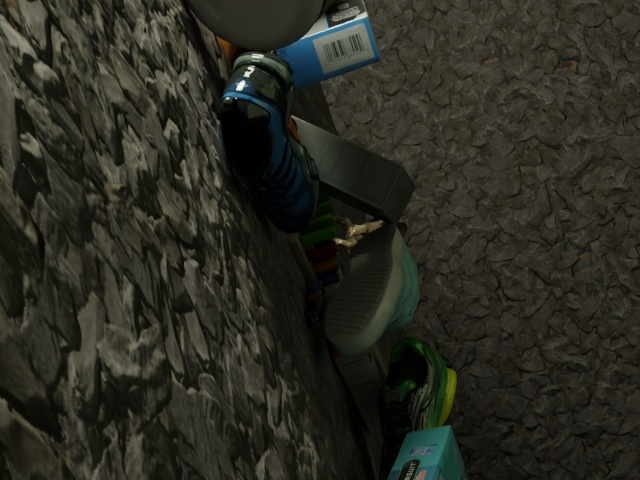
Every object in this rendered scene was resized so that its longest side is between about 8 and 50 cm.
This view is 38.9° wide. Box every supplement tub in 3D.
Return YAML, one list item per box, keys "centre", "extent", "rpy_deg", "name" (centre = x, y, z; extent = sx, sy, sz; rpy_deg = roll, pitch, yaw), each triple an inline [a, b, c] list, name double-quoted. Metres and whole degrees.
- centre: [-0.049, -0.448, 1.353]
  extent: [0.316, 0.228, 0.228]
  rpy_deg: [-57, 135, -44]
  name: "supplement tub"

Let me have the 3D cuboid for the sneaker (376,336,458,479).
- centre: [0.141, 0.326, 1.553]
  extent: [0.146, 0.134, 0.343]
  rpy_deg: [44, 43, -40]
  name: "sneaker"

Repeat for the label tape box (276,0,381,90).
- centre: [-0.013, -0.465, 2.028]
  extent: [0.348, 0.249, 0.115]
  rpy_deg: [-97, 167, -58]
  name: "label tape box"

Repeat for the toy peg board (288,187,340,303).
- centre: [0.000, 0.000, 1.618]
  extent: [0.161, 0.079, 0.161]
  rpy_deg: [-100, 169, -50]
  name: "toy peg board"

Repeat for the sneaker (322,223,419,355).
- centre: [0.115, 0.107, 1.560]
  extent: [0.150, 0.135, 0.366]
  rpy_deg: [55, 29, -16]
  name: "sneaker"

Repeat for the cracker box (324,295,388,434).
- centre: [0.077, 0.226, 1.675]
  extent: [0.156, 0.067, 0.232]
  rpy_deg: [-100, 170, -50]
  name: "cracker box"

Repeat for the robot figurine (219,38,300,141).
- centre: [-0.098, -0.237, 1.444]
  extent: [0.211, 0.085, 0.291]
  rpy_deg: [59, 14, -60]
  name: "robot figurine"

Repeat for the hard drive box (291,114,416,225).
- centre: [0.045, -0.126, 1.669]
  extent: [0.232, 0.089, 0.181]
  rpy_deg: [27, -3, 17]
  name: "hard drive box"

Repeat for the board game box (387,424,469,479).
- centre: [0.160, 0.464, 1.300]
  extent: [0.254, 0.079, 0.336]
  rpy_deg: [70, 24, -12]
  name: "board game box"

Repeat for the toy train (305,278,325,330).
- centre: [-0.010, 0.102, 1.496]
  extent: [0.036, 0.027, 0.158]
  rpy_deg: [58, 11, -16]
  name: "toy train"

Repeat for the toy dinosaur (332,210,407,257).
- centre: [0.137, -0.002, 2.147]
  extent: [0.200, 0.295, 0.127]
  rpy_deg: [27, 58, -22]
  name: "toy dinosaur"

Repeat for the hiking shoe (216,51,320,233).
- centre: [-0.085, -0.110, 1.265]
  extent: [0.304, 0.113, 0.132]
  rpy_deg: [74, 34, -42]
  name: "hiking shoe"
